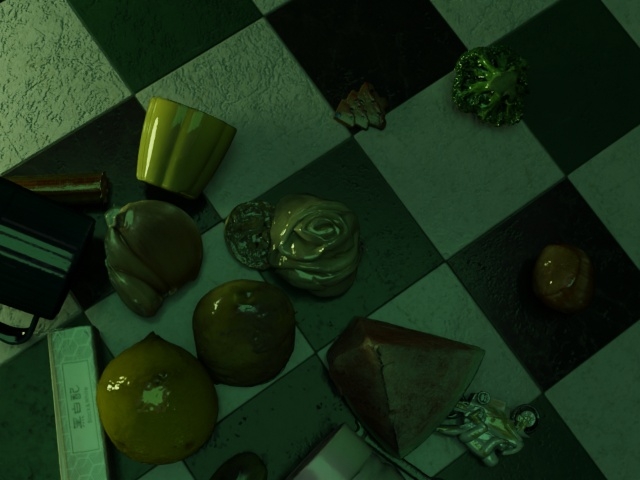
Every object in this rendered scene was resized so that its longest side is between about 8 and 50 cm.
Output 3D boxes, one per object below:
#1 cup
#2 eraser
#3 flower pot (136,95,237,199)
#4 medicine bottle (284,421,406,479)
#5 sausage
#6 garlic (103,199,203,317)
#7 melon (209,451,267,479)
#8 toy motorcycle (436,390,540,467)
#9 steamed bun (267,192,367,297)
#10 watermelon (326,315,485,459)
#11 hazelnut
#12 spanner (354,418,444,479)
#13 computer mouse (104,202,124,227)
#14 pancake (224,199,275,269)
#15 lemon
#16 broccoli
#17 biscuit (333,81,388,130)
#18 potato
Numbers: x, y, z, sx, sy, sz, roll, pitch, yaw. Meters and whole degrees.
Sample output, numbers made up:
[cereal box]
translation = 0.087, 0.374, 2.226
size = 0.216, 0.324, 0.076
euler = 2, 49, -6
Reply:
[cup]
translation = -0.631, 0.033, 1.734
size = 0.292, 0.242, 0.307
euler = 22, 77, -13
[eraser]
translation = -0.474, 0.374, 1.759
size = 0.096, 0.098, 0.403
euler = -9, 78, -7
[flower pot]
translation = -0.298, -0.190, 1.871
size = 0.195, 0.195, 0.179
euler = 20, 89, 0
[medicine bottle]
translation = 0.090, 0.541, 1.713
size = 0.325, 0.212, 0.212
euler = 44, 77, 5
[sausage]
translation = -0.643, -0.100, 1.868
size = 0.372, 0.082, 0.082
euler = -3, 77, -4
[garlic]
translation = -0.358, 0.017, 1.835
size = 0.217, 0.110, 0.228
euler = -39, 117, -24
[melon]
translation = -0.175, 0.496, 1.758
size = 0.099, 0.099, 0.162
euler = 45, 80, 6
[toy motorcycle]
translation = 0.345, 0.395, 1.840
size = 0.229, 0.074, 0.151
euler = 12, 80, -5
[steamed bun]
translation = 0.002, 0.001, 1.852
size = 0.211, 0.144, 0.218
euler = 16, 74, -13
[watermelon]
translation = 0.165, 0.233, 1.776
size = 0.283, 0.292, 0.250
euler = 38, 55, 17
[hazelnut]
translation = 0.535, 0.082, 1.896
size = 0.150, 0.150, 0.150
euler = 1, 77, -5
[spanner]
translation = 0.159, 0.459, 1.836
size = 0.254, 0.015, 0.054
euler = 35, 77, 3
[computer mouse]
translation = -0.429, -0.026, 1.887
size = 0.056, 0.032, 0.110
euler = -18, 87, -18
[pancake]
translation = -0.135, -0.012, 1.915
size = 0.158, 0.028, 0.158
euler = 2, 76, -8
[lemon]
translation = -0.313, 0.322, 1.722
size = 0.228, 0.228, 0.253
euler = -37, 112, -12
[broccoli]
translation = 0.387, -0.350, 1.978
size = 0.195, 0.156, 0.195
euler = -3, 111, -8
[biscuit]
translation = 0.091, -0.297, 2.003
size = 0.130, 0.019, 0.119
euler = -20, 79, -9
[potato]
translation = -0.151, 0.171, 1.754
size = 0.229, 0.266, 0.229
euler = 1, 73, -3
